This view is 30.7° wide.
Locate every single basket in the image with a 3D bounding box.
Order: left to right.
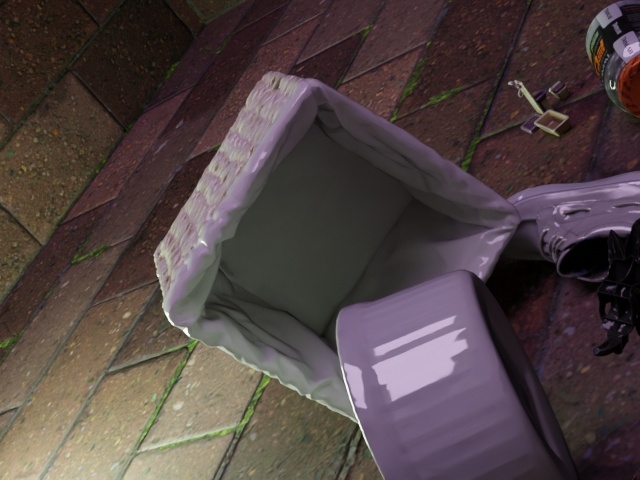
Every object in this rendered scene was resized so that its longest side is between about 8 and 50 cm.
[{"bbox_3d":[0.000,0.000,1.459,0.328,0.331,0.266,-58,21,3],"label":"basket"}]

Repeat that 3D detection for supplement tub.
[{"bbox_3d":[0.430,-0.242,1.571,0.117,0.117,0.190,-33,24,18],"label":"supplement tub"}]

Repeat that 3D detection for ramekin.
[{"bbox_3d":[0.137,0.162,1.119,0.135,0.277,0.277,-27,26,12],"label":"ramekin"}]

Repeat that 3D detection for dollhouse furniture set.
[{"bbox_3d":[0.332,-0.211,1.712,0.091,0.081,0.114,-42,23,-1],"label":"dollhouse furniture set"}]

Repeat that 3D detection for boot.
[{"bbox_3d":[0.291,-0.004,1.386,0.258,0.095,0.123,-18,25,41],"label":"boot"}]

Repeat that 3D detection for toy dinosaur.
[{"bbox_3d":[0.363,0.090,1.011,0.164,0.218,0.322,5,76,52],"label":"toy dinosaur"}]
